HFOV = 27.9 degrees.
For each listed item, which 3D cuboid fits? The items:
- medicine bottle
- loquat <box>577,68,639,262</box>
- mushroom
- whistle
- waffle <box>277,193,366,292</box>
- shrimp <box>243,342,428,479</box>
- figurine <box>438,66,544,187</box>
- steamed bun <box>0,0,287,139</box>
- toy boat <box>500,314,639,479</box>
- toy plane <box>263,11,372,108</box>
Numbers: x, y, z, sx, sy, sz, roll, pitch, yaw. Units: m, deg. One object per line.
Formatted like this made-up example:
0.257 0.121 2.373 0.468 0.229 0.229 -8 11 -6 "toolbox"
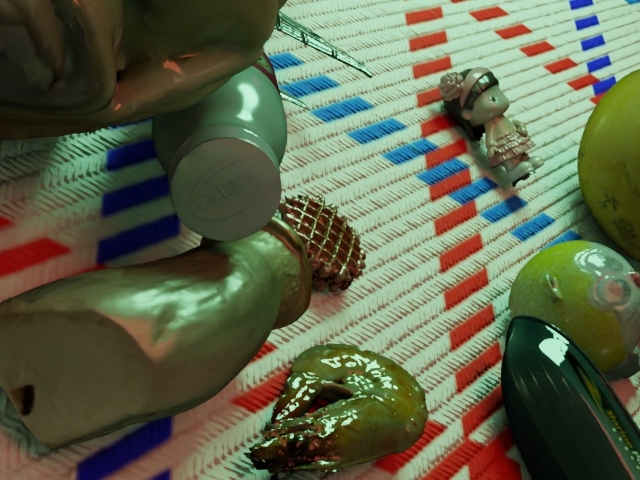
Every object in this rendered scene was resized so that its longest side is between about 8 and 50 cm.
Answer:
-0.066 -0.073 0.854 0.090 0.090 0.216 37 15 -20 "medicine bottle"
0.381 -0.079 1.328 0.235 0.235 0.235 31 38 -28 "loquat"
-0.089 0.051 0.764 0.247 0.108 0.096 -25 115 -54 "mushroom"
0.247 0.069 1.138 0.223 0.123 0.123 32 35 -51 "whistle"
0.000 0.000 0.978 0.075 0.029 0.083 -7 61 -53 "waffle"
0.007 0.117 0.868 0.101 0.042 0.190 39 30 20 "shrimp"
0.164 -0.112 1.266 0.072 0.054 0.129 -29 89 -42 "figurine"
-0.150 -0.172 0.731 0.268 0.280 0.207 54 25 -35 "steamed bun"
0.214 0.166 1.014 0.103 0.093 0.246 -13 68 -46 "toy boat"
-0.067 -0.180 1.045 0.226 0.058 0.226 10 49 -24 "toy plane"
